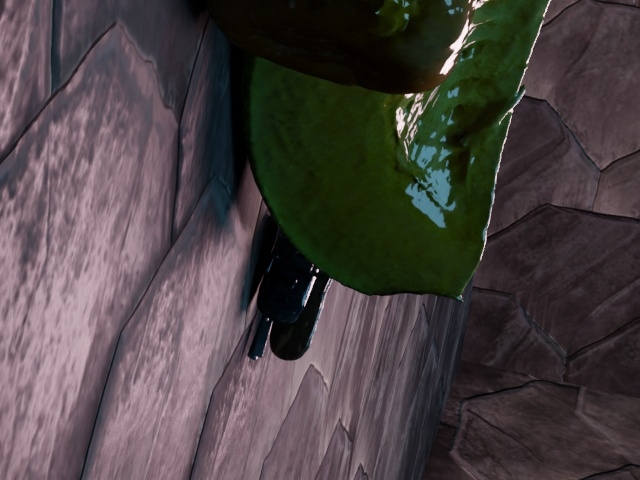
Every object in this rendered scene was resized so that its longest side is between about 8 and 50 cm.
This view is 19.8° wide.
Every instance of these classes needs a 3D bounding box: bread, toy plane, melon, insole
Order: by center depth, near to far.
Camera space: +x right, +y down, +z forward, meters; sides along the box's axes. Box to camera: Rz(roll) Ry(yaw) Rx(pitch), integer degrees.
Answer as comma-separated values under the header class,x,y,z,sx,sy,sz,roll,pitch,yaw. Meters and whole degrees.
class,x,y,z,sx,sy,sz,roll,pitch,yaw
bread,0.030,-0.246,1.292,0.176,0.195,0.246,93,10,-74
melon,0.071,-0.110,1.558,0.331,0.226,0.343,-37,155,-43
toy plane,-0.015,0.001,1.745,0.096,0.060,0.235,126,-13,-59
insole,0.000,0.000,1.818,0.011,0.081,0.248,23,80,-39
